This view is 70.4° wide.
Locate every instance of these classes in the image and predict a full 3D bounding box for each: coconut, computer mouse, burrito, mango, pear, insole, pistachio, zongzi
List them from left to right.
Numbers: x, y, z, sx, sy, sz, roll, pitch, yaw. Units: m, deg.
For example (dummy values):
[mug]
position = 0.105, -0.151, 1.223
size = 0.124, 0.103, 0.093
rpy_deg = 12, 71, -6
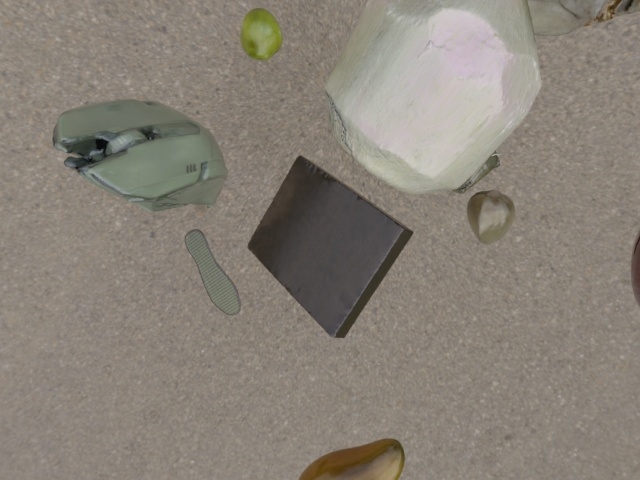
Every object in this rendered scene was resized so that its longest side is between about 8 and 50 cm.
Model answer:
[computer mouse]
position = -0.304, -0.175, 0.886
size = 0.145, 0.429, 0.228
rpy_deg = -44, 86, 17
[insole]
position = -0.288, 0.087, 1.199
size = 0.086, 0.005, 0.253
rpy_deg = -29, 90, 18
[pear]
position = -0.116, -0.410, 0.905
size = 0.092, 0.092, 0.096
rpy_deg = 6, 107, 1
[mango]
position = 0.047, 0.367, 0.696
size = 0.184, 0.085, 0.102
rpy_deg = -24, 105, -13
[coconut]
position = 0.099, -0.136, 0.383
size = 0.171, 0.171, 0.183
rpy_deg = 36, 115, -8
[zongzi]
position = 0.396, -0.226, 1.210
size = 0.160, 0.078, 0.176
rpy_deg = -43, 133, -11
[pistachio]
position = 0.416, -0.054, 1.111
size = 0.108, 0.185, 0.126
rpy_deg = 14, 74, 30
[burrito]
position = 0.257, -0.314, 0.566
size = 0.076, 0.392, 0.117
rpy_deg = -12, 115, -15

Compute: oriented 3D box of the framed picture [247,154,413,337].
[framed picture]
position = 0.000, 0.000, 0.481
size = 0.023, 0.168, 0.127
rpy_deg = 17, 108, -49

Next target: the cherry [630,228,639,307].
[cherry]
position = 0.465, 0.009, 0.440
size = 0.213, 0.235, 0.285
rpy_deg = -4, 151, -28
